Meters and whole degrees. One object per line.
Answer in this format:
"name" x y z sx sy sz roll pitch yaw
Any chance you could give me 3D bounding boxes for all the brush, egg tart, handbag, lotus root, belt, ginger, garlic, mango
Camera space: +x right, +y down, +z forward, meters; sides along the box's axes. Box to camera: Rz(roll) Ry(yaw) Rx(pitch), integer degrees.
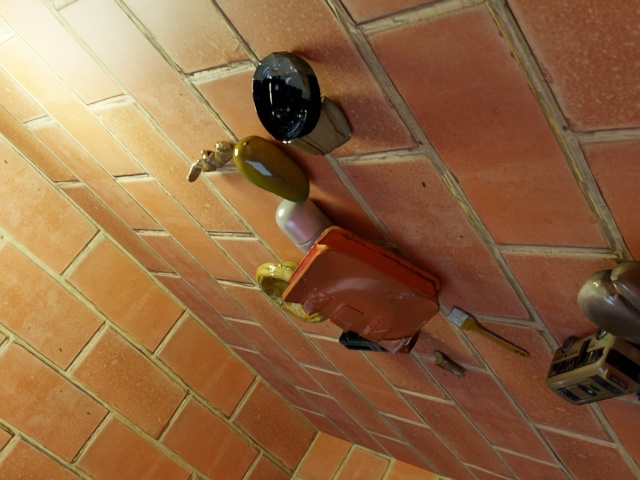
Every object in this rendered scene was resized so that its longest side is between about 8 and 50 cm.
"brush" 0.518 0.290 2.085 0.272 0.013 0.103 29 155 9
"egg tart" -0.084 0.168 2.466 0.319 0.128 0.319 26 152 15
"handbag" 0.129 0.153 2.004 0.410 0.116 0.303 28 130 -12
"lotus root" -0.010 -0.276 1.637 0.159 0.095 0.135 -32 130 21
"belt" -0.076 -0.328 1.533 0.151 0.078 0.198 -5 102 34
"ginger" 0.453 0.445 2.410 0.137 0.044 0.057 34 137 -3
"ginger" -0.350 -0.246 2.112 0.089 0.075 0.288 21 158 -29
"garlic" 0.698 0.143 1.461 0.325 0.132 0.279 40 154 -18
"mango" -0.134 -0.192 1.893 0.251 0.114 0.156 40 148 -10

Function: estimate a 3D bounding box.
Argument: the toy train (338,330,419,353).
"toy train" 0.223 0.362 2.485 0.089 0.086 0.409 44 153 -23

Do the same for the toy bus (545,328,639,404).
"toy bus" 0.713 0.328 1.743 0.139 0.157 0.289 34 155 0

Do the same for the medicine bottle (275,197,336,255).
"medicine bottle" 0.000 0.000 2.054 0.341 0.130 0.130 46 153 -25

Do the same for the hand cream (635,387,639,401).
"hand cream" 0.894 0.425 1.827 0.091 0.058 0.271 0 134 45
